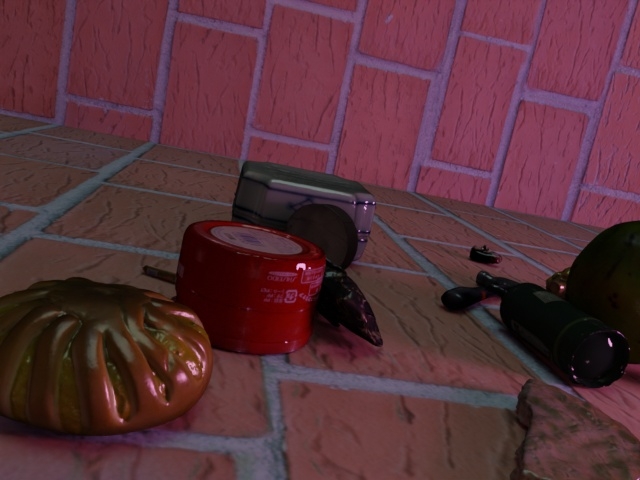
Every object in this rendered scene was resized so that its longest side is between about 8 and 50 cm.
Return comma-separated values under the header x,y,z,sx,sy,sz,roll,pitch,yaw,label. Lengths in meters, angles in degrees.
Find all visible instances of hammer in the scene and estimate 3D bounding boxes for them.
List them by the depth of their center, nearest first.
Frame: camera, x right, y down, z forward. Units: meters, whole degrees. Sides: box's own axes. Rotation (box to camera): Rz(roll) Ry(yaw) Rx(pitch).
x,y,z,sx,sy,sz,roll,pitch,yaw,label
0.314,0.102,1.183,0.137,0.037,0.289,18,13,35,hammer

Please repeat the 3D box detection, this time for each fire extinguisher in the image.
x,y,z,sx,sy,sz,roll,pitch,yaw,label
0.352,0.129,0.976,0.118,0.093,0.294,28,7,-16,fire extinguisher

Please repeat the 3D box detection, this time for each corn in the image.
x,y,z,sx,sy,sz,roll,pitch,yaw,label
0.556,0.105,1.270,0.261,0.097,0.097,8,12,-35,corn

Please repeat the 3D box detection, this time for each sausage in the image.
x,y,z,sx,sy,sz,roll,pitch,yaw,label
-0.226,0.054,0.932,0.100,0.015,0.015,15,12,16,sausage

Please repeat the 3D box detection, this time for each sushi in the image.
x,y,z,sx,sy,sz,roll,pitch,yaw,label
0.416,0.036,1.563,0.083,0.044,0.046,16,11,26,sushi

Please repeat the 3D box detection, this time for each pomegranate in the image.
x,y,z,sx,sy,sz,roll,pitch,yaw,label
0.527,0.108,0.951,0.235,0.236,0.302,0,36,-44,pomegranate

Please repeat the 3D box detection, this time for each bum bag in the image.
x,y,z,sx,sy,sz,roll,pitch,yaw,label
0.023,0.081,0.882,0.069,0.102,0.248,-22,20,-8,bum bag

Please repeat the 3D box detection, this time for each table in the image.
x,y,z,sx,sy,sz,roll,pitch,yaw,label
0.000,0.000,1.115,0.133,0.134,0.043,18,12,28,table

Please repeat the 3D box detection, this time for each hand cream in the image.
x,y,z,sx,sy,sz,roll,pitch,yaw,label
-0.093,0.054,0.804,0.192,0.126,0.193,13,10,-2,hand cream

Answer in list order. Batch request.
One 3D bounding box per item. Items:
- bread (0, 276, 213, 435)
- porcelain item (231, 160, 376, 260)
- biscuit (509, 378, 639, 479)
x,y,z,sx,sy,sz,roll,pitch,yaw,label
-0.205,0.095,0.563,0.213,0.105,0.213,12,15,-3,bread
-0.044,-0.061,1.300,0.285,0.157,0.281,10,14,-11,porcelain item
0.271,0.211,0.646,0.133,0.032,0.250,15,12,17,biscuit
